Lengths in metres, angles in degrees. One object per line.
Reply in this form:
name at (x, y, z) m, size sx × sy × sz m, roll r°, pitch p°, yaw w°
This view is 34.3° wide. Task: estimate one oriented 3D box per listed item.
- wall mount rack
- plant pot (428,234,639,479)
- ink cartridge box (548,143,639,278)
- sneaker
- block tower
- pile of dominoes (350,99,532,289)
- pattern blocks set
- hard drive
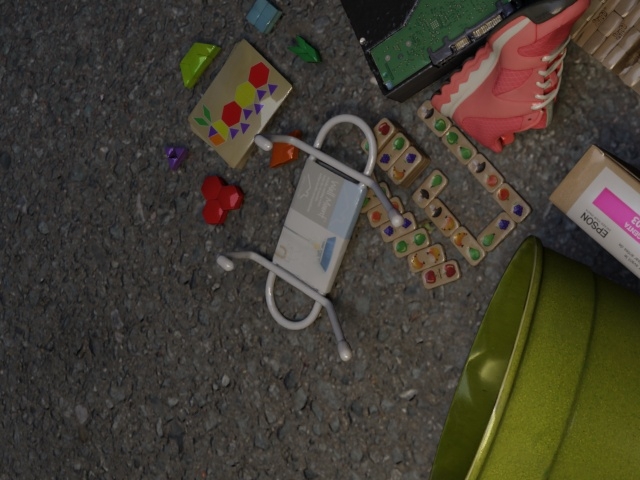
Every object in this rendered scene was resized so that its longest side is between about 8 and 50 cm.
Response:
wall mount rack at (0.000, 0.000, 1.494) m, size 0.304 × 0.131 × 0.349 m, roll 31°, pitch 112°, yaw 34°
plant pot at (0.335, 0.226, 1.141) m, size 0.353 × 0.366 × 0.366 m, roll 20°, pitch 98°, yaw 4°
ink cartridge box at (0.404, 0.001, 1.219) m, size 0.234 × 0.193 × 0.088 m, roll 47°, pitch 109°, yaw 27°
sneaker at (0.268, -0.216, 1.324) m, size 0.136 × 0.116 × 0.314 m, roll 49°, pitch 152°, yaw 2°
block tower at (0.416, -0.225, 1.290) m, size 0.097 × 0.091 × 0.335 m, roll -50°, pitch 62°, yaw 19°
pile of dominoes at (0.149, -0.063, 1.479) m, size 0.196 × 0.040 × 0.251 m, roll -49°, pitch 63°, yaw 20°
pattern blocks set at (-0.131, -0.216, 1.677) m, size 0.325 × 0.026 × 0.285 m, roll -44°, pitch 65°, yaw 22°
hard drive at (0.133, -0.402, 1.501) m, size 0.237 × 0.064 × 0.338 m, roll -32°, pitch 69°, yaw 27°
